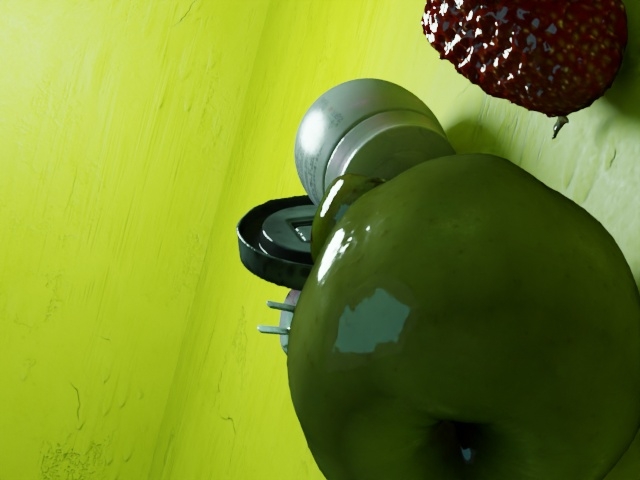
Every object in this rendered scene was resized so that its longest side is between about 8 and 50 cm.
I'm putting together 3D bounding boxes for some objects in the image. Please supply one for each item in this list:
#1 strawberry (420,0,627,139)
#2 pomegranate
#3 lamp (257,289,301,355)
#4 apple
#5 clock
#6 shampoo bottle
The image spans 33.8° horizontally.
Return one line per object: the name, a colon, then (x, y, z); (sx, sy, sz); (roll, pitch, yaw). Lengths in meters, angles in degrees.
strawberry: (0.301, -0.301, 1.533); (0.292, 0.292, 0.343); (-52, 46, 49)
pomegranate: (0.143, 0.043, 1.651); (0.358, 0.310, 0.216); (23, 85, 33)
lamp: (0.015, 0.187, 1.985); (0.301, 0.247, 0.247); (54, 131, 55)
apple: (0.179, 0.122, 1.305); (0.473, 0.474, 0.473); (-167, 90, -70)
clock: (0.000, 0.000, 2.018); (0.325, 0.325, 0.067); (-118, 27, -61)
shampoo bottle: (0.100, -0.146, 1.911); (0.266, 0.273, 0.273); (52, 126, 54)
